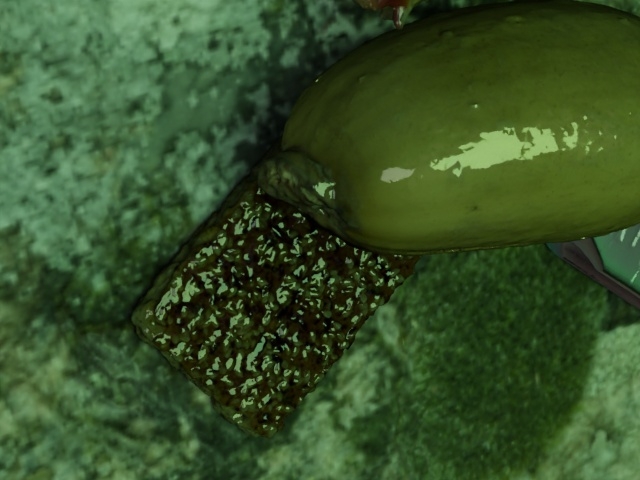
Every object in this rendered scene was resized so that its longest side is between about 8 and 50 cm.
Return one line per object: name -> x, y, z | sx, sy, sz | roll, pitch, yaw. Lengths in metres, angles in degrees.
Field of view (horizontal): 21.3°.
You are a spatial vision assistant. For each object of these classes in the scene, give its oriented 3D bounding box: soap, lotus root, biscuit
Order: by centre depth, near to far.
lotus root -> 0.111, -0.067, 0.951 | 0.303, 0.146, 0.131 | -9, 135, -24
biscuit -> 0.000, 0.000, 1.003 | 0.231, 0.025, 0.131 | -51, 122, -10
soap -> 0.202, -0.020, 1.101 | 0.149, 0.056, 0.100 | 32, 84, -34

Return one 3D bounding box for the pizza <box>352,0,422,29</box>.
pizza -> 0.051, -0.203, 0.875 | 0.201, 0.053, 0.193 | -30, 126, -24
